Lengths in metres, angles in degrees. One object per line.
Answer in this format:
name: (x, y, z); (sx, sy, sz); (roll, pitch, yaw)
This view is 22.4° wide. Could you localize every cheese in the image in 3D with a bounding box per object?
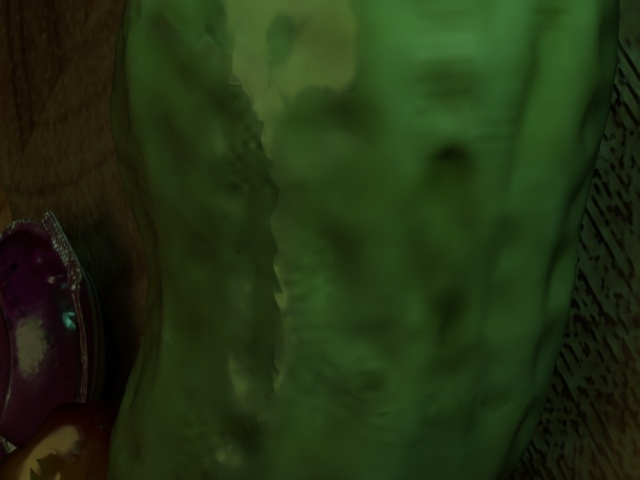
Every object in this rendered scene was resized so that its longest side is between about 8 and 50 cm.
cheese: (-0.182, 0.089, 0.980); (0.155, 0.062, 0.244); (55, 136, 39)

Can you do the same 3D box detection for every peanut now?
peanut: (0.000, 0.000, 0.612); (0.192, 0.169, 0.387); (25, 114, 39)

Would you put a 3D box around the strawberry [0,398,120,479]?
strawberry: (-0.114, 0.248, 0.839); (0.265, 0.149, 0.336); (44, 117, 53)
